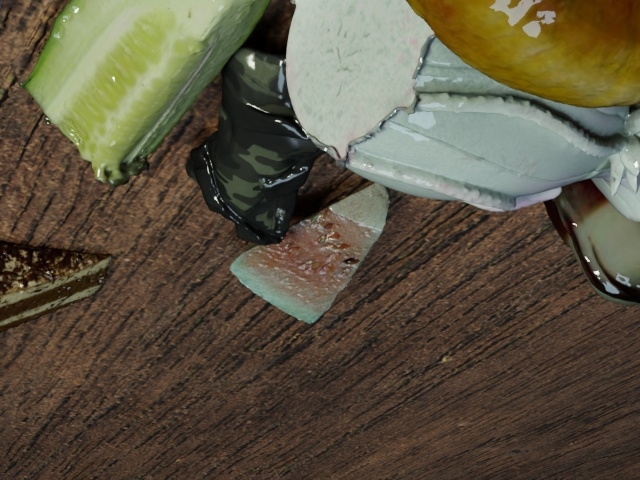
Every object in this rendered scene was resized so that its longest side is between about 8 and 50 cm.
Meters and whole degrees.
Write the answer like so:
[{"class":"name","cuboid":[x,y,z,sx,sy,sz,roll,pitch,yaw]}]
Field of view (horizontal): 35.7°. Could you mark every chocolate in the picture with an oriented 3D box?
[{"class":"chocolate","cuboid":[0.409,-0.024,1.184,0.284,0.186,0.283,-3,151,-1]}]

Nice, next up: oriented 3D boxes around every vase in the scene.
[{"class":"vase","cuboid":[0.191,-0.137,0.894,0.446,0.249,0.250,8,150,-38]}]

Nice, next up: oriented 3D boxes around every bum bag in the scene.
[{"class":"bum bag","cuboid":[-0.066,-0.100,1.070,0.144,0.095,0.340,36,153,1]}]

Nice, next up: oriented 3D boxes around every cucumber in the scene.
[{"class":"cucumber","cuboid":[-0.144,-0.193,0.902,0.145,0.105,0.325,47,134,-3]}]

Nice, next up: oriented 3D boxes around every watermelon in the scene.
[{"class":"watermelon","cuboid":[0.000,0.000,1.298,0.154,0.094,0.241,26,139,-27]}]

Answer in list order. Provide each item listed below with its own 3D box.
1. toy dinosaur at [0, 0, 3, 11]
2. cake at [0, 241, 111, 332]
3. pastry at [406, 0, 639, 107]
[{"class":"toy dinosaur","cuboid":[-0.414,-0.237,0.842,0.200,0.072,0.251,-28,132,19]},{"class":"cake","cuboid":[-0.408,0.081,1.324,0.246,0.135,0.112,9,147,-23]},{"class":"pastry","cuboid":[0.187,-0.254,0.620,0.356,0.355,0.164,19,-173,-35]}]
